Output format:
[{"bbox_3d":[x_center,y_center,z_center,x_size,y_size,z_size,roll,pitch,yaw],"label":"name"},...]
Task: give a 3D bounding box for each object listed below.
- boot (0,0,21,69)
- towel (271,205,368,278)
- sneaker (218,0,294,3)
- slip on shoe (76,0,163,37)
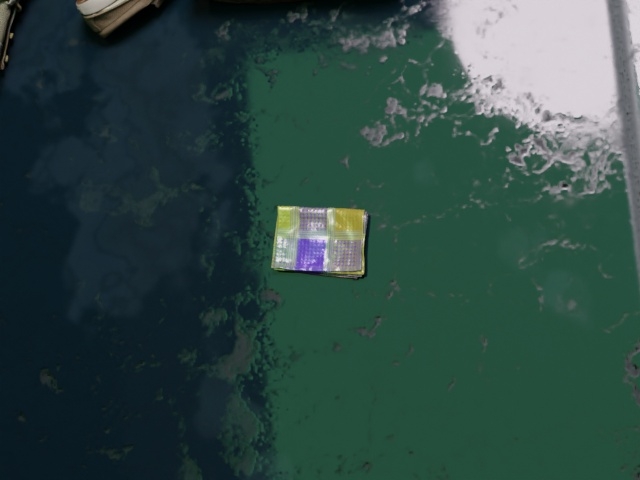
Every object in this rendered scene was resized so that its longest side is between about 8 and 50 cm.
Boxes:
[{"bbox_3d":[-0.278,-0.238,1.222,0.213,0.077,0.165,5,81,19],"label":"boot"},{"bbox_3d":[0.000,0.000,1.151,0.083,0.009,0.060,5,82,14],"label":"towel"},{"bbox_3d":[-0.024,-0.261,1.178,0.192,0.064,0.086,-1,73,13],"label":"sneaker"},{"bbox_3d":[-0.154,-0.231,1.212,0.135,0.051,0.041,-32,115,-2],"label":"slip on shoe"}]
